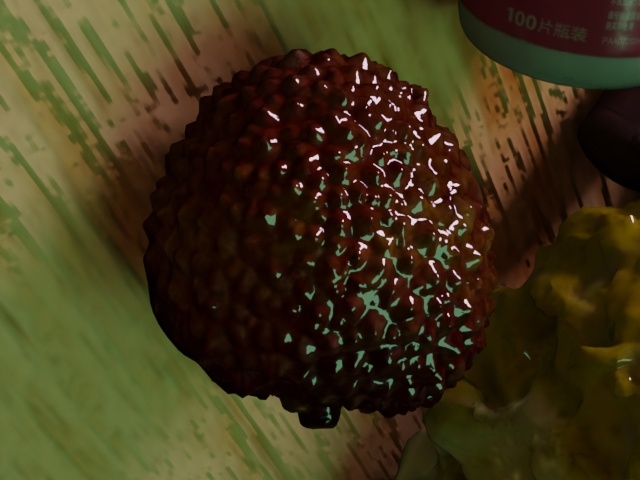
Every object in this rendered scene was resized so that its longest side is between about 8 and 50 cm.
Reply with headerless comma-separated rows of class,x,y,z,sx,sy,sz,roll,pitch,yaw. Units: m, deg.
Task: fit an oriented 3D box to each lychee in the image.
lychee,0.000,0.000,0.558,0.123,0.123,0.129,-24,134,-31

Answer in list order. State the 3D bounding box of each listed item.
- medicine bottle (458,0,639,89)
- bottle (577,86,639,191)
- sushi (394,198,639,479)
medicine bottle,0.104,-0.165,0.565,0.090,0.090,0.217,-19,129,-36
bottle,0.178,-0.092,0.722,0.164,0.060,0.060,-48,141,-7
sushi,0.212,0.137,0.738,0.351,0.240,0.397,-16,136,-24
